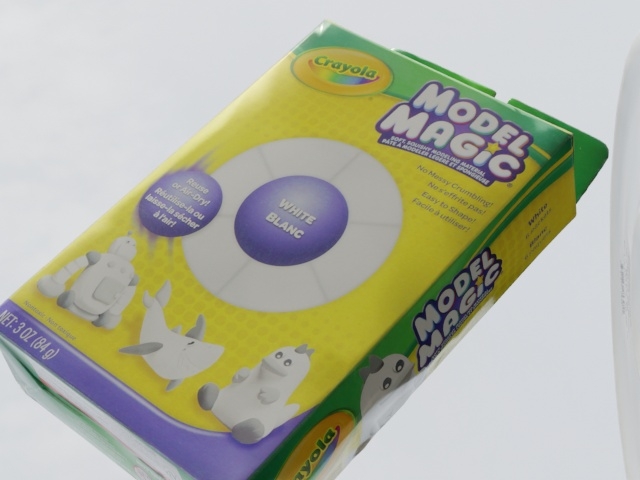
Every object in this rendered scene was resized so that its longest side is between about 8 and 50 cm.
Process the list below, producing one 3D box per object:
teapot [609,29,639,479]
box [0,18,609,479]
[{"bbox_3d":[0.214,0.026,0.500,0.187,0.252,0.256,-1,-44,5],"label":"teapot"},{"bbox_3d":[0.000,0.000,0.411,0.179,0.105,0.043,-44,-34,-26],"label":"box"}]
